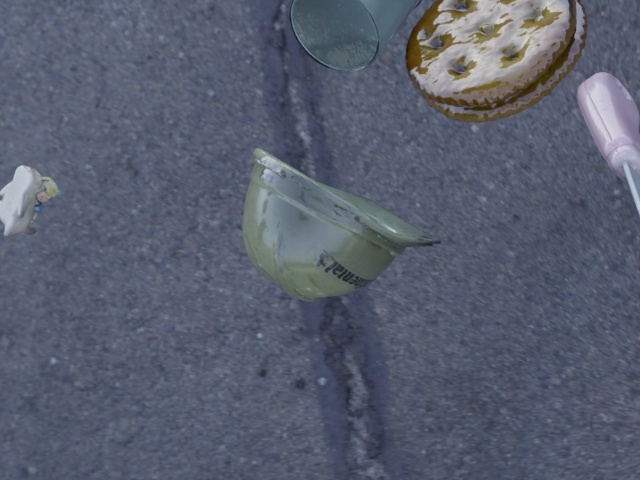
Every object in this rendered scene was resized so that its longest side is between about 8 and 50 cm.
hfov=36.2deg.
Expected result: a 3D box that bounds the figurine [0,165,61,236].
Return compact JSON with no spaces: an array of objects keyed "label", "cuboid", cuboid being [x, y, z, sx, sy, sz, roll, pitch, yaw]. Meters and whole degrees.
[{"label":"figurine","cuboid":[-0.313,-0.043,1.051,0.047,0.051,0.083,45,113,24]}]

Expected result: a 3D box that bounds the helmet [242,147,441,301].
[{"label":"helmet","cuboid":[0.001,0.004,1.140,0.204,0.258,0.137,34,99,49]}]

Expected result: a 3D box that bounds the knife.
[{"label":"knife","cuboid":[0.294,-0.039,0.899,0.043,0.081,0.335,-35,35,30]}]

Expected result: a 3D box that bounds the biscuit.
[{"label":"biscuit","cuboid":[0.206,-0.238,1.166,0.221,0.066,0.220,-17,50,22]}]

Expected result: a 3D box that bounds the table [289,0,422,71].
[{"label":"table","cuboid":[0.067,-0.326,1.245,0.126,0.126,0.220,14,48,26]}]
